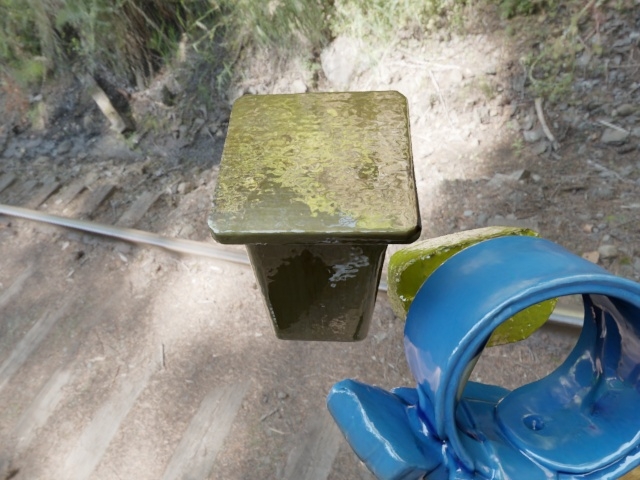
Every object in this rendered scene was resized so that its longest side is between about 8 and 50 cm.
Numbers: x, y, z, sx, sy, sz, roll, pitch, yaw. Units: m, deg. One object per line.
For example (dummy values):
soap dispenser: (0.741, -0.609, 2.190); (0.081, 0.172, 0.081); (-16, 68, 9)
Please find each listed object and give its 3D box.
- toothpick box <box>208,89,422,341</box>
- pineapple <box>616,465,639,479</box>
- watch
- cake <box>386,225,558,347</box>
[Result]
toothpick box: (0.000, 0.000, 0.539); (0.189, 0.308, 0.188); (0, 57, 2)
pineapple: (0.914, 0.674, 1.144); (0.222, 0.357, 0.223); (-32, 31, 22)
watch: (0.174, 0.128, 0.448); (0.241, 0.304, 0.275); (-108, 37, -71)
cake: (0.244, 0.080, 0.715); (0.260, 0.179, 0.156); (-13, 3, -7)
